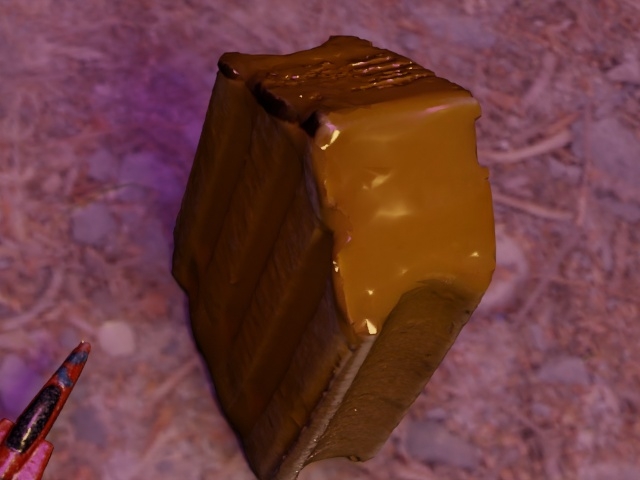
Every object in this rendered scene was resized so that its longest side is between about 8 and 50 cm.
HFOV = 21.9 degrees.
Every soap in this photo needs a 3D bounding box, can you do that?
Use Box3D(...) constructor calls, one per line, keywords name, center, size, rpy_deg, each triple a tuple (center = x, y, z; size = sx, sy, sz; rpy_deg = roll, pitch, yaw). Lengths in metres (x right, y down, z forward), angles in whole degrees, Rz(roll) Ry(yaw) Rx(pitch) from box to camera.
Box3D(name="soap", center=(0.000, 0.000, 0.778), size=(0.080, 0.257, 0.160), rpy_deg=(-15, 68, -21))

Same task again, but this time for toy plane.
Box3D(name="toy plane", center=(-0.161, 0.127, 0.787), size=(0.130, 0.061, 0.189), rpy_deg=(30, 55, 3))
